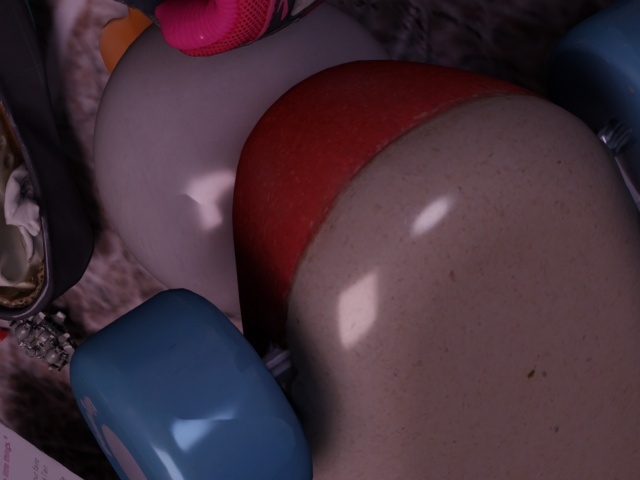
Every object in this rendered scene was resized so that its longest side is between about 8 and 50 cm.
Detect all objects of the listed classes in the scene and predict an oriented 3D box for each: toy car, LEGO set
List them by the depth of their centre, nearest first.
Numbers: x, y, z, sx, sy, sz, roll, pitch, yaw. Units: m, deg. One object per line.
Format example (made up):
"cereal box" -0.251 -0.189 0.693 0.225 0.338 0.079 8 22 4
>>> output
"toy car" 0.000 0.000 0.617 0.238 0.219 0.210 42 158 41
"LEGO set" -0.136 0.043 0.821 0.083 0.023 0.054 -6 125 34

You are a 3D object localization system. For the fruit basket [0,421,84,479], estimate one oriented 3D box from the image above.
"fruit basket" -0.035 0.262 0.903 0.353 0.165 0.327 34 139 21

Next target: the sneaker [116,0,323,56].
"sneaker" -0.117 -0.162 0.555 0.299 0.112 0.121 26 138 8

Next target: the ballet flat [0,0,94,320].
"ballet flat" -0.140 -0.049 0.704 0.074 0.074 0.203 6 131 25
